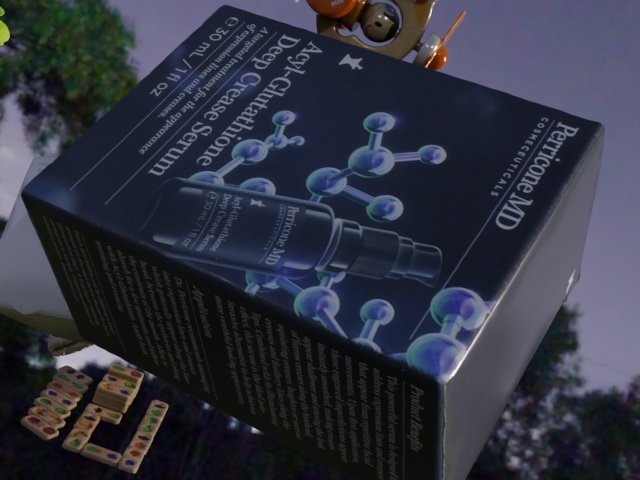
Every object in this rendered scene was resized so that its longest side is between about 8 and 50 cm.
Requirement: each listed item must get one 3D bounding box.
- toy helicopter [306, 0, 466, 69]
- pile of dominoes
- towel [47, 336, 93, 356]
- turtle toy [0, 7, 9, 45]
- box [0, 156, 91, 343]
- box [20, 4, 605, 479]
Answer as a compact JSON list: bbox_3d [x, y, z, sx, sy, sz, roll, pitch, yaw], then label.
[{"bbox_3d":[0.164,-0.374,1.521,0.355,0.235,0.140,-30,-3,9],"label":"toy helicopter"},{"bbox_3d":[-0.350,0.263,1.562,0.195,0.040,0.251,20,15,-2],"label":"pile of dominoes"},{"bbox_3d":[-0.319,0.088,1.548,0.049,0.187,0.282,46,-39,-19],"label":"towel"},{"bbox_3d":[-0.530,-0.348,1.504,0.130,0.066,0.095,32,20,-33],"label":"turtle toy"},{"bbox_3d":[-0.246,0.013,1.067,0.181,0.182,0.119,4,-20,37],"label":"box"},{"bbox_3d":[0.000,0.000,0.870,0.395,0.293,0.212,22,-36,23],"label":"box"}]
